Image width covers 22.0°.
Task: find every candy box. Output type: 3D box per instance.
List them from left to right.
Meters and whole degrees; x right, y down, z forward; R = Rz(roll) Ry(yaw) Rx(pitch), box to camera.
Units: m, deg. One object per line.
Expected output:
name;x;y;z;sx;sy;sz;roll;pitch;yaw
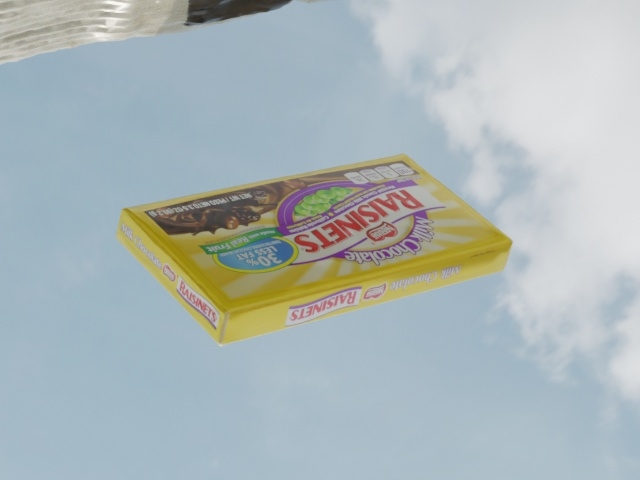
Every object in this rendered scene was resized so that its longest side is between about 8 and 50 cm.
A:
candy box;0.000;0.000;0.923;0.206;0.027;0.105;-13;-137;-37

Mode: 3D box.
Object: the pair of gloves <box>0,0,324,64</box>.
pair of gloves;-0.041;-0.145;0.690;0.204;0.240;0.042;-18;-105;-26
